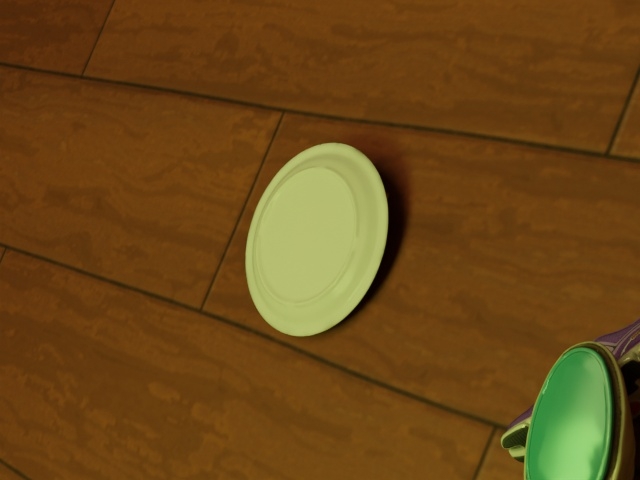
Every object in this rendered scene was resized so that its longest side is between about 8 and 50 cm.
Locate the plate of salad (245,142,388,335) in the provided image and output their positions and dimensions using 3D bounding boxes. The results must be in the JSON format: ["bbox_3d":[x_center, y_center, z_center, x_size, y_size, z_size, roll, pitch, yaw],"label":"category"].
[{"bbox_3d":[0.000,0.000,1.632,0.200,0.048,0.199,-16,67,42],"label":"plate of salad"}]

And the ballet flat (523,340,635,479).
[{"bbox_3d":[0.197,0.203,1.226,0.086,0.086,0.248,3,79,52],"label":"ballet flat"}]

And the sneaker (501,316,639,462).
[{"bbox_3d":[0.218,0.121,1.290,0.170,0.068,0.071,-38,27,18],"label":"sneaker"}]
